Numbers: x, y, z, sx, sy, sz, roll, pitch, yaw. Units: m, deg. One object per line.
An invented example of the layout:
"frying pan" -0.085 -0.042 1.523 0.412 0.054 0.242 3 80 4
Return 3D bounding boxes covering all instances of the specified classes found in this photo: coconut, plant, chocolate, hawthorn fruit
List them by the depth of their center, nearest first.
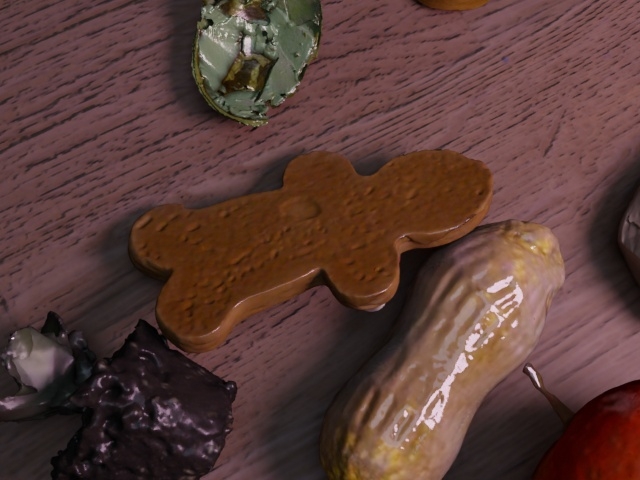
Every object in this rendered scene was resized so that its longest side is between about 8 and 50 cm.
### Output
"hawthorn fruit" 0.271 0.208 0.893 0.271 0.242 0.242 43 76 12
"plant" -0.180 0.143 0.908 0.203 0.131 0.142 19 32 -8
"chocolate" 0.109 0.107 0.954 0.134 0.134 0.309 37 80 4
"coconut" -0.068 -0.192 1.045 0.133 0.055 0.158 42 75 7

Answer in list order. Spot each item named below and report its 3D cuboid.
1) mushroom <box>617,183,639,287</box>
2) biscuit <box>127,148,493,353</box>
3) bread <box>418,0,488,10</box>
"mushroom" 0.369 -0.038 1.031 0.108 0.096 0.247 25 70 27
"biscuit" 0.000 0.000 0.964 0.339 0.047 0.216 -20 44 -9
"bread" 0.126 -0.311 1.088 0.122 0.073 0.149 -9 75 -2
